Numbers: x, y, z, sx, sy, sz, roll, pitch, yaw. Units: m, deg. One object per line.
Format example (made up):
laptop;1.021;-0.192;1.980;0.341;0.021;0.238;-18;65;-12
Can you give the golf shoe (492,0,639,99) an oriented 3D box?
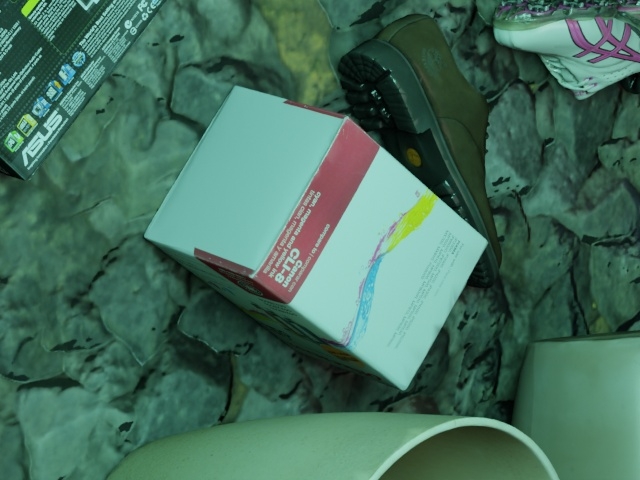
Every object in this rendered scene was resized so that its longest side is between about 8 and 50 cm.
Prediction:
golf shoe;0.205;-0.150;1.512;0.186;0.067;0.086;-3;105;-41

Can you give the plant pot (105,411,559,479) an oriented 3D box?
plant pot;-0.018;0.217;1.272;0.256;0.274;0.256;-10;104;-44

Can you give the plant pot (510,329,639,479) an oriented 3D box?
plant pot;0.271;0.211;1.540;0.323;0.323;0.280;-2;88;-41

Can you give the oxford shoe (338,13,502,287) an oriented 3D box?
oxford shoe;0.098;-0.065;1.435;0.096;0.083;0.227;-42;127;-30

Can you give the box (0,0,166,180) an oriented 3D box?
box;-0.188;-0.164;1.182;0.184;0.045;0.190;45;73;-37

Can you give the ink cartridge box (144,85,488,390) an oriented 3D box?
ink cartridge box;0.000;0.000;1.334;0.176;0.128;0.127;38;76;-40
